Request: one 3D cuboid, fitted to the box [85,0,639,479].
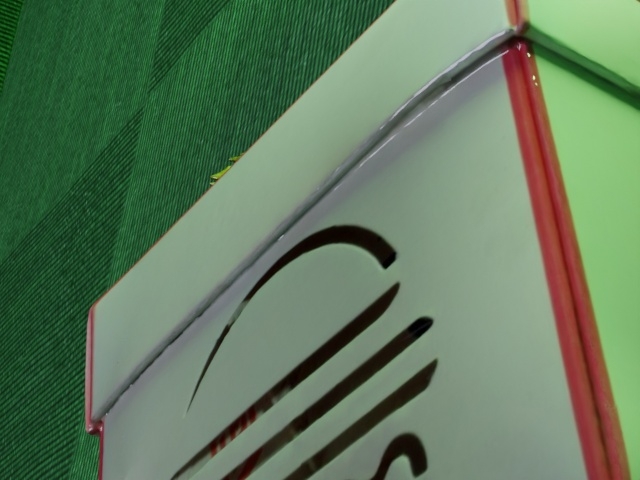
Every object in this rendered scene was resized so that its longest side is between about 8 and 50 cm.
[{"bbox_3d":[0.102,0.111,0.747,0.314,0.312,0.300,-42,36,33],"label":"box"}]

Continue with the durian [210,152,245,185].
[{"bbox_3d":[-0.013,0.008,1.400,0.154,0.186,0.260,-58,11,16],"label":"durian"}]

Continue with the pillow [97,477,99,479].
[{"bbox_3d":[-0.029,0.146,1.146,0.255,0.120,0.322,-11,28,26],"label":"pillow"}]
